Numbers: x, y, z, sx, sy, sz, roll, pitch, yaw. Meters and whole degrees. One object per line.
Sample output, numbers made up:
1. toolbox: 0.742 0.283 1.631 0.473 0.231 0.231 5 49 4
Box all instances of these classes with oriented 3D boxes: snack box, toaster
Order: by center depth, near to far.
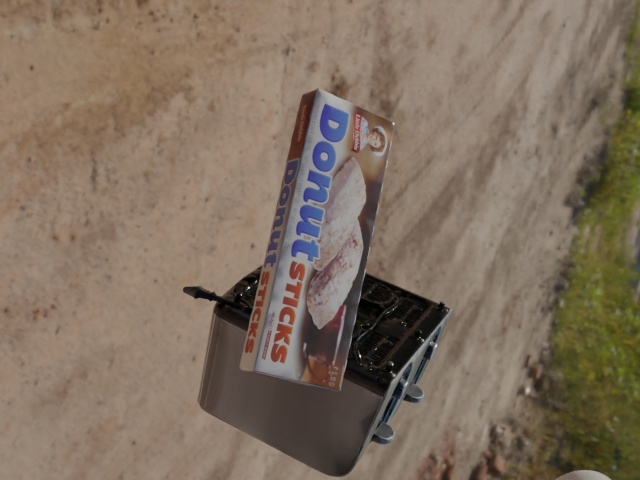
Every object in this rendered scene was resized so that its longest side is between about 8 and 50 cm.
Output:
1. snack box: 0.000 0.000 0.544 0.064 0.022 0.178 19 77 -30
2. toaster: -0.003 0.091 0.735 0.168 0.185 0.110 -34 144 -61

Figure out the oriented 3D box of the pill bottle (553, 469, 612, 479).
1. pill bottle: 0.227 0.252 0.628 0.193 0.108 0.108 -120 -144 -70
